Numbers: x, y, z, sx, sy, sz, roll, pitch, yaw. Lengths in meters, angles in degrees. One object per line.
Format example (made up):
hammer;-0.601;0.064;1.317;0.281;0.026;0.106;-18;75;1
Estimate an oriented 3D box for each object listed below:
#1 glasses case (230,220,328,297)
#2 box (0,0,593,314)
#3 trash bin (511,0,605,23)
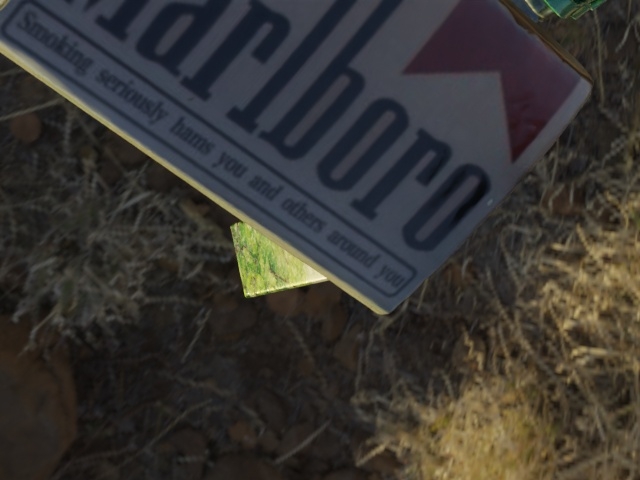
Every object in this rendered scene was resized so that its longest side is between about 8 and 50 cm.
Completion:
glasses case;0.000;0.000;1.443;0.272;0.062;0.095;-14;88;54
box;-0.007;-0.063;0.419;0.177;0.036;0.115;35;104;-28
trash bin;0.311;-0.399;1.231;0.381;0.295;0.259;-29;93;25
